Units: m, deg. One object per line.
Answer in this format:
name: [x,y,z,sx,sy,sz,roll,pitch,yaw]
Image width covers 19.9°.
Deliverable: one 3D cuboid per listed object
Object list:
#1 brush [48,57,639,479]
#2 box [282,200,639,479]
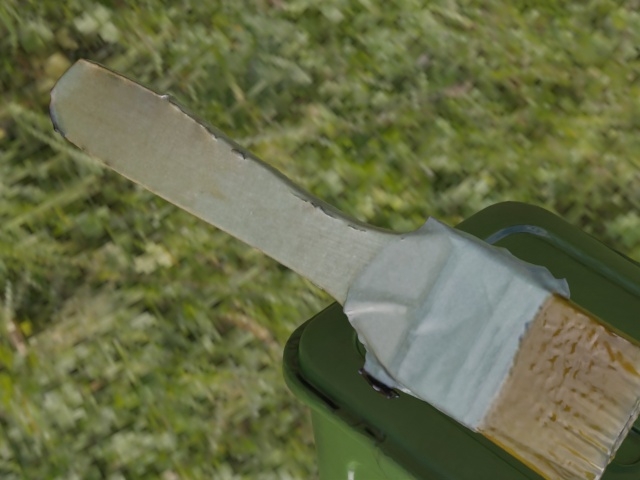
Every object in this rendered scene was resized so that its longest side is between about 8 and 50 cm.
brush: [0.000,0.000,0.823,0.020,0.336,0.085,3,116,-60]
box: [0.159,0.144,1.176,0.253,0.328,0.178,-32,142,-31]
